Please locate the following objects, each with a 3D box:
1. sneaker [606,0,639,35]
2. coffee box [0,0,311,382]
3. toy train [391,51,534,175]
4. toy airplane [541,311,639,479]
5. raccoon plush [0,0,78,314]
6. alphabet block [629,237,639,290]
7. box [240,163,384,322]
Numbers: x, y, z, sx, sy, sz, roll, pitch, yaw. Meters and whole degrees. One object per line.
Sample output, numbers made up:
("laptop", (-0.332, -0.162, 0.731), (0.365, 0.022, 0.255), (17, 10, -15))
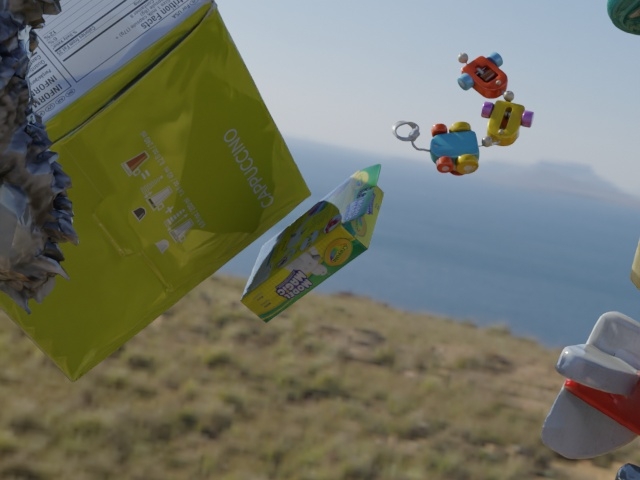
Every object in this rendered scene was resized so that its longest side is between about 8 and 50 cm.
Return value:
("sneaker", (0.328, -0.160, 1.035), (0.275, 0.110, 0.107), (20, -12, 43))
("coffee box", (-0.266, -0.128, 1.423), (0.334, 0.338, 0.337), (47, -9, 35))
("toy train", (0.164, -0.134, 1.525), (0.125, 0.166, 0.046), (39, -23, 26))
("toy airplane", (0.383, 0.217, 1.247), (0.386, 0.272, 0.384), (5, 3, -19))
("raccoon plush", (-0.221, -0.116, 0.626), (0.299, 0.216, 0.446), (3, 26, 3))
("alphabet block", (0.441, -0.005, 1.314), (0.193, 0.197, 0.192), (-28, 55, -18))
("box", (0.000, 0.000, 1.397), (0.043, 0.179, 0.105), (40, 35, -16))
